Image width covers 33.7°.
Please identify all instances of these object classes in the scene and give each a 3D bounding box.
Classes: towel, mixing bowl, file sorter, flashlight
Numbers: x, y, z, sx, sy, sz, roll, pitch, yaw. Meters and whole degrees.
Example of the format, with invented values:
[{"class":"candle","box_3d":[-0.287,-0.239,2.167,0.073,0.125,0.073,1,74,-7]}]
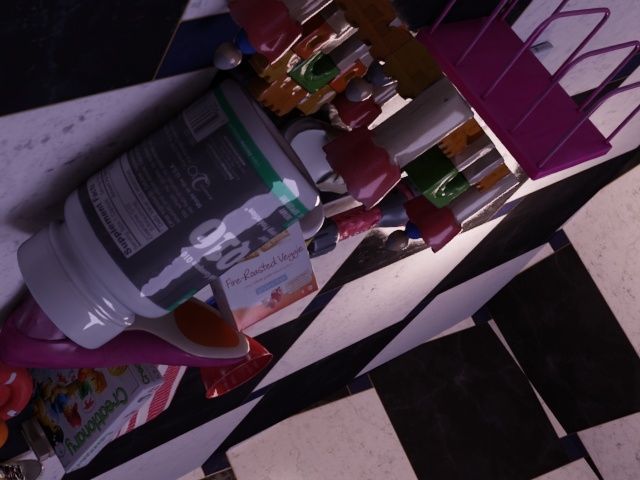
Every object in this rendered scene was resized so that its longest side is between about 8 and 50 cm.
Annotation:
[{"class":"towel","box_3d":[-0.327,0.274,2.065,0.237,0.037,0.329,-64,168,12]},{"class":"mixing bowl","box_3d":[-0.210,0.274,2.441,0.181,0.098,0.181,-30,164,-10]},{"class":"file sorter","box_3d":[0.332,-0.272,1.556,0.202,0.290,0.182,-19,156,-42]},{"class":"flashlight","box_3d":[0.083,-0.043,2.090,0.304,0.103,0.103,-21,134,-35]}]

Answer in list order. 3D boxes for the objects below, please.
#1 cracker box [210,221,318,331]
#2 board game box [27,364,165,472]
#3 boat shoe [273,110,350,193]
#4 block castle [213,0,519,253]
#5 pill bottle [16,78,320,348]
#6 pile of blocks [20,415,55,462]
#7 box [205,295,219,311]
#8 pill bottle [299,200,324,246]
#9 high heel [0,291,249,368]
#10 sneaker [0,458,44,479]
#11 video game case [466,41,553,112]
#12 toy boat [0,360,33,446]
[{"class":"cracker box","box_3d":[-0.108,0.005,1.648,0.156,0.232,0.067,-28,-153,-22]},{"class":"board game box","box_3d":[-0.398,0.242,1.801,0.053,0.193,0.305,-16,156,-49]},{"class":"boat shoe","box_3d":[0.010,-0.131,1.604,0.302,0.103,0.113,-15,120,-66]},{"class":"block castle","box_3d":[0.063,-0.156,1.338,0.213,0.303,0.453,-36,163,10]},{"class":"pill bottle","box_3d":[-0.198,-0.029,1.375,0.361,0.204,0.204,-35,164,6]},{"class":"pile of blocks","box_3d":[-0.456,0.337,2.117,0.362,0.112,0.149,-41,163,26]},{"class":"box","box_3d":[-0.161,0.128,2.226,0.136,0.036,0.225,-36,163,9]},{"class":"pill bottle","box_3d":[-0.083,-0.006,1.827,0.119,0.119,0.208,-23,160,-34]},{"class":"high heel","box_3d":[-0.308,0.161,1.670,0.377,0.127,0.181,20,130,-25]},{"class":"sneaker","box_3d":[-0.681,0.517,2.249,0.225,0.088,0.093,-14,154,-51]},{"class":"video game case","box_3d":[0.351,-0.303,1.991,0.143,0.019,0.157,-24,161,-33]},{"class":"toy boat","box_3d":[-0.540,0.263,1.656,0.151,0.151,0.231,-37,164,12]}]
